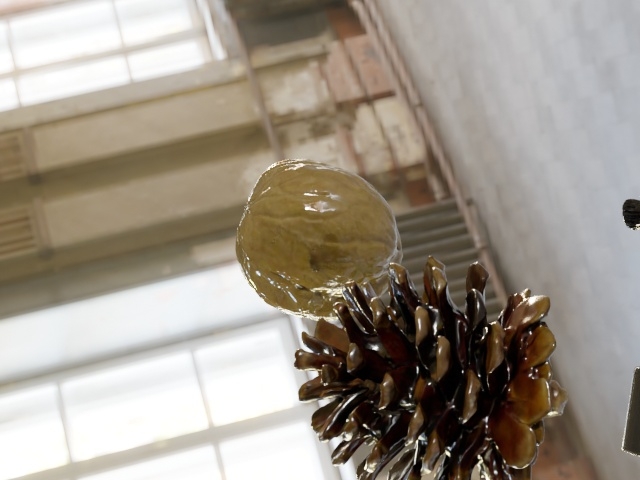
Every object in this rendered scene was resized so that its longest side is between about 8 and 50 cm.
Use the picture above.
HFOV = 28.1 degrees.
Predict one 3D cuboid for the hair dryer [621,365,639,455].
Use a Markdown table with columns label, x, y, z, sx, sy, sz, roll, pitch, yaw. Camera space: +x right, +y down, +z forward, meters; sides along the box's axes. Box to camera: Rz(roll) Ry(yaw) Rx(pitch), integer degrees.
| label | x | y | z | sx | sy | sz | roll | pitch | yaw |
| --- | --- | --- | --- | --- | --- | --- | --- | --- | --- |
| hair dryer | 0.557 | 0.251 | 1.879 | 0.070 | 0.255 | 0.128 | 9 | 94 | 63 |

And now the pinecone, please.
| label | x | y | z | sx | sy | sz | roll | pitch | yaw |
| --- | --- | --- | --- | --- | --- | --- | --- | --- | --- |
| pinecone | 0.100 | 0.129 | 1.206 | 0.264 | 0.264 | 0.264 | 167 | 90 | -83 |

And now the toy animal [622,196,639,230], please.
| label | x | y | z | sx | sy | sz | roll | pitch | yaw |
| --- | --- | --- | --- | --- | --- | --- | --- | --- | --- |
| toy animal | 0.340 | -0.030 | 1.183 | 0.108 | 0.062 | 0.220 | 11 | 116 | 48 |

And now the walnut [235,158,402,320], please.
| label | x | y | z | sx | sy | sz | roll | pitch | yaw |
| --- | --- | --- | --- | --- | --- | --- | --- | --- | --- |
| walnut | 0.000 | 0.000 | 1.699 | 0.228 | 0.228 | 0.228 | 167 | 90 | -83 |
